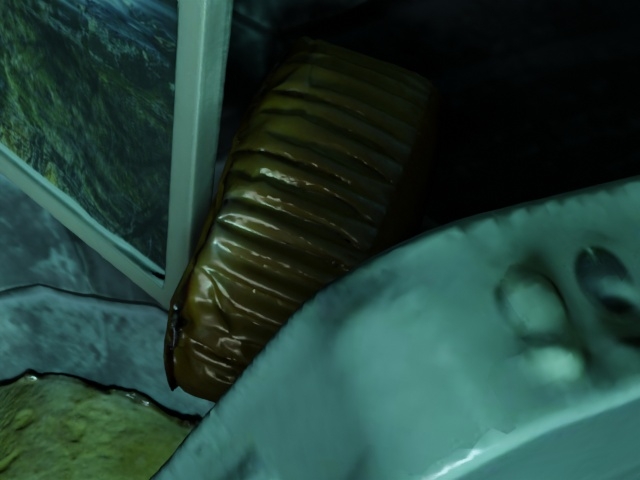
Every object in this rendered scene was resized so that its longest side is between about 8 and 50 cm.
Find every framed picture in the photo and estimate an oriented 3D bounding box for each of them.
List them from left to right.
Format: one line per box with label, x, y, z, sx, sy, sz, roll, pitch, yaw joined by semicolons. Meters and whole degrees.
framed picture;-0.173;-0.123;0.734;0.324;0.020;0.240;37;145;19

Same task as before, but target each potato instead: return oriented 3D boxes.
potato;-0.193;0.244;1.096;0.285;0.242;0.242;14;140;17

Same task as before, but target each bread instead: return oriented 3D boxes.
bread;0.000;0.000;0.735;0.104;0.199;0.199;19;140;4

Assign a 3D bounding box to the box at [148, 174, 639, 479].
box;0.103;0.093;0.670;0.111;0.396;0.396;62;144;19
